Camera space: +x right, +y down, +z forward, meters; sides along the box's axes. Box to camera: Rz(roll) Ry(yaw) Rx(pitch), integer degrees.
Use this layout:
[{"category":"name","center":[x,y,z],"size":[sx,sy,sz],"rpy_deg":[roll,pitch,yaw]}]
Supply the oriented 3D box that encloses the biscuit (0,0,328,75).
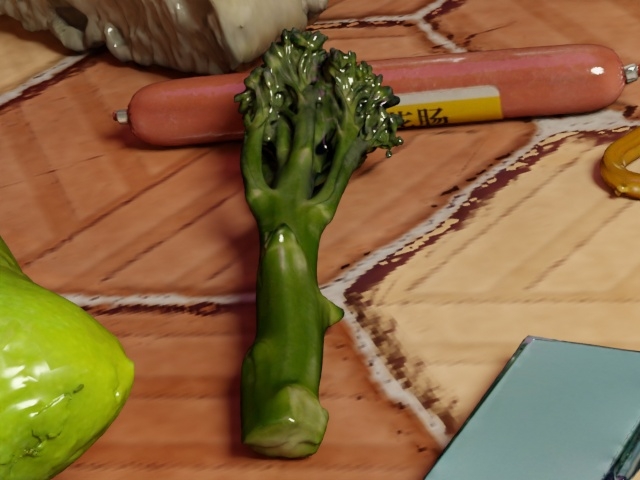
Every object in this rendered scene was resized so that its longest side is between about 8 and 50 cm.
[{"category":"biscuit","center":[-0.086,-0.153,0.834],"size":[0.179,0.084,0.281],"rpy_deg":[-25,35,-34]}]

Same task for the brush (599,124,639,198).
[{"category":"brush","center":[0.219,-0.087,0.698],"size":[0.314,0.017,0.090],"rpy_deg":[-32,37,-34]}]

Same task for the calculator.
[{"category":"calculator","center":[0.048,0.077,0.447],"size":[0.057,0.018,0.172],"rpy_deg":[9,34,27]}]

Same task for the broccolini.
[{"category":"broccolini","center":[0.000,0.002,0.580],"size":[0.067,0.058,0.216],"rpy_deg":[-43,27,24]}]

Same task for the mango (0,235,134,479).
[{"category":"mango","center":[-0.147,0.022,0.507],"size":[0.233,0.111,0.125],"rpy_deg":[14,41,33]}]

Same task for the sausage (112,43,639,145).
[{"category":"sausage","center":[0.022,-0.060,0.688],"size":[0.223,0.029,0.029],"rpy_deg":[-4,29,8]}]
